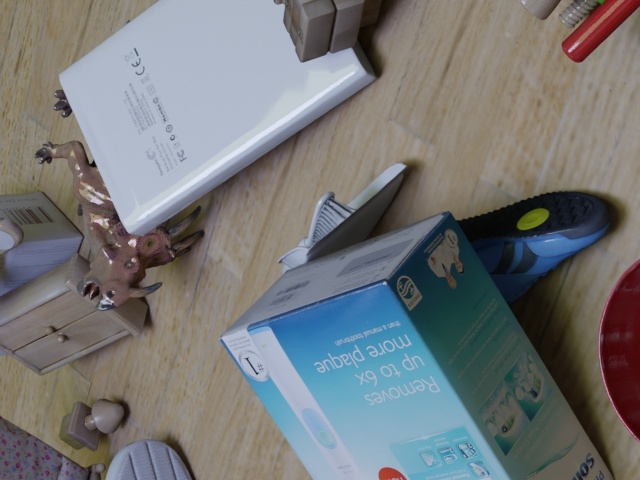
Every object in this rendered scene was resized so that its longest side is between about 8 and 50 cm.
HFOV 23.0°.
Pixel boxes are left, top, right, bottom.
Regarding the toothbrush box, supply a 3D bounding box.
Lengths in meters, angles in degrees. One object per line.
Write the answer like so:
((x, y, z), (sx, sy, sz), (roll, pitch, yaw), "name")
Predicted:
((0.086, 0.150, 1.399), (0.216, 0.126, 0.296), (-19, 109, 43), "toothbrush box")

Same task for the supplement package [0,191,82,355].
((-0.385, 0.042, 1.937), (0.105, 0.105, 0.179), (43, 121, 32), "supplement package")

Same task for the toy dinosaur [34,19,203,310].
((-0.199, -0.081, 1.739), (0.200, 0.127, 0.296), (27, 100, 32), "toy dinosaur")

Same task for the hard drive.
((-0.113, -0.169, 1.619), (0.307, 0.040, 0.203), (-32, 71, 19), "hard drive")

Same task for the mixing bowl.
((0.324, 0.088, 1.254), (0.181, 0.098, 0.182), (5, 97, 44), "mixing bowl")

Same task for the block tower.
((-0.038, -0.344, 1.536), (0.097, 0.091, 0.336), (105, 145, -68), "block tower")

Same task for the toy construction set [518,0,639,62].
((0.193, -0.336, 1.278), (0.309, 0.257, 0.237), (48, 115, 5), "toy construction set")

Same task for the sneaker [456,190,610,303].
((0.178, 0.015, 1.424), (0.209, 0.069, 0.082), (-17, 115, 35), "sneaker")

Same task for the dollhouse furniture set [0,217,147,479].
((-0.331, 0.196, 1.728), (0.173, 0.303, 0.356), (-26, 39, 33), "dollhouse furniture set")

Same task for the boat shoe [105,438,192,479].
((-0.198, 0.398, 1.782), (0.119, 0.121, 0.335), (-27, 67, 57), "boat shoe")

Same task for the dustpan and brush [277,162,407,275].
((0.000, 0.000, 1.567), (0.060, 0.147, 0.211), (42, 151, 14), "dustpan and brush")
